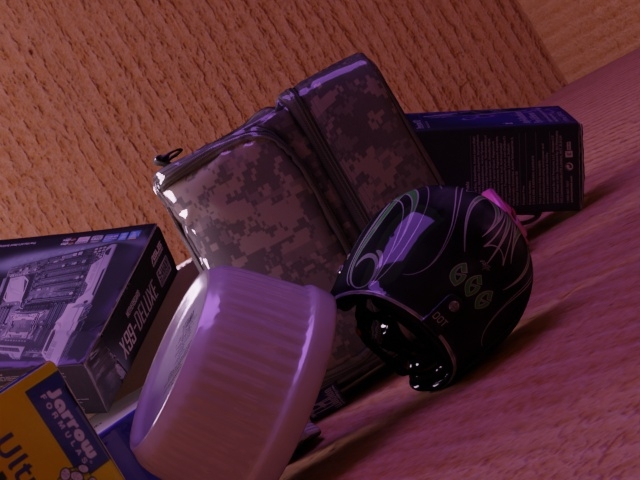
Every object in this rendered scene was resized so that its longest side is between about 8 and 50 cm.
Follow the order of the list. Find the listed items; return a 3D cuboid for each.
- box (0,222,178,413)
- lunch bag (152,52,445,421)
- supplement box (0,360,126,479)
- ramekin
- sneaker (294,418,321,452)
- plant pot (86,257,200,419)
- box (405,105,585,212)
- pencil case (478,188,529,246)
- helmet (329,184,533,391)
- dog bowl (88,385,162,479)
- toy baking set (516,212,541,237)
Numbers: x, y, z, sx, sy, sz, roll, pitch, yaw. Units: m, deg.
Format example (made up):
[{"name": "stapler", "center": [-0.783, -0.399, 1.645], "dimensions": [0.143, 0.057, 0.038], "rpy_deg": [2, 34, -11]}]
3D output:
[{"name": "box", "center": [-0.342, 0.095, 1.976], "dimensions": [0.307, 0.076, 0.242], "rpy_deg": [-5, 36, 23]}, {"name": "lunch bag", "center": [0.000, 0.000, 1.773], "dimensions": [0.256, 0.305, 0.212], "rpy_deg": [-29, 0, -4]}, {"name": "supplement box", "center": [-0.355, 0.285, 1.635], "dimensions": [0.356, 0.194, 0.195], "rpy_deg": [-30, 4, 42]}, {"name": "ramekin", "center": [-0.079, 0.120, 1.470], "dimensions": [0.207, 0.109, 0.207], "rpy_deg": [-157, 90, -79]}, {"name": "sneaker", "center": [-0.074, 0.169, 1.675], "dimensions": [0.081, 0.094, 0.208], "rpy_deg": [-35, 3, -31]}, {"name": "plant pot", "center": [-0.204, 0.161, 2.156], "dimensions": [0.284, 0.191, 0.284], "rpy_deg": [-32, 2, 1]}, {"name": "box", "center": [0.201, -0.096, 2.111], "dimensions": [0.207, 0.108, 0.153], "rpy_deg": [-3, 12, -2]}, {"name": "pencil case", "center": [0.135, 0.022, 1.987], "dimensions": [0.209, 0.095, 0.098], "rpy_deg": [-30, 11, -9]}, {"name": "helmet", "center": [0.103, 0.031, 1.515], "dimensions": [0.161, 0.169, 0.169], "rpy_deg": [-52, 12, -28]}, {"name": "dog bowl", "center": [-0.224, 0.245, 1.839], "dimensions": [0.265, 0.104, 0.265], "rpy_deg": [-32, 4, 2]}, {"name": "toy baking set", "center": [0.172, -0.047, 2.201], "dimensions": [0.197, 0.030, 0.256], "rpy_deg": [-5, 20, 1]}]
